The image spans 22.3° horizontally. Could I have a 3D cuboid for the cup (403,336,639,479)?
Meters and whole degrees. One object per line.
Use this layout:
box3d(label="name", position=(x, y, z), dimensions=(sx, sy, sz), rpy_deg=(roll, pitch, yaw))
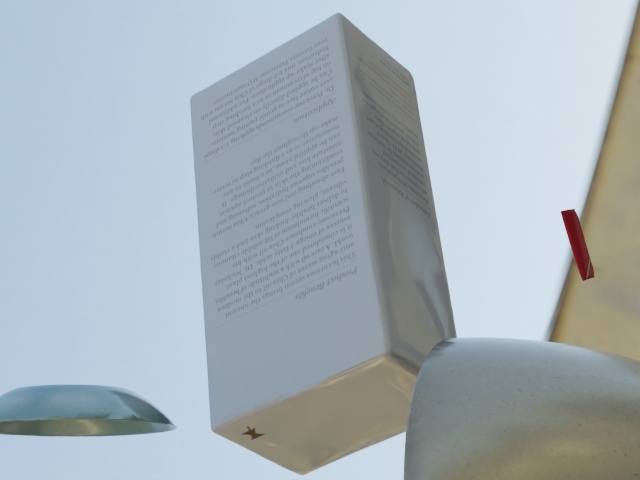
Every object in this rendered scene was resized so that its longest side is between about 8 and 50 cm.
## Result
box3d(label="cup", position=(0.233, 0.226, 1.280), dimensions=(0.331, 0.237, 0.331), rpy_deg=(-10, -90, -67))

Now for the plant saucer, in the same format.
box3d(label="plant saucer", position=(-0.229, 0.156, 1.497), dimensions=(0.195, 0.195, 0.037), rpy_deg=(14, -109, -50))

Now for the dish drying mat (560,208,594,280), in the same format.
box3d(label="dish drying mat", position=(0.295, 0.005, 1.854), dimensions=(0.032, 0.008, 0.083), rpy_deg=(-11, -96, -53))

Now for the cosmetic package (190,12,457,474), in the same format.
box3d(label="cosmetic package", position=(0.000, 0.000, 1.796), dimensions=(0.161, 0.230, 0.453), rpy_deg=(35, -141, -44))
